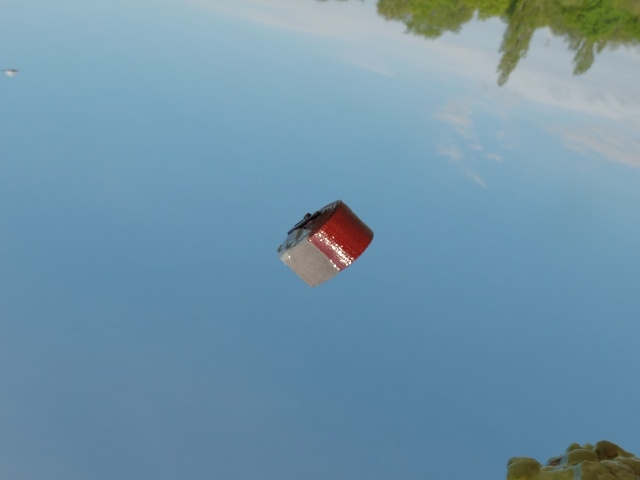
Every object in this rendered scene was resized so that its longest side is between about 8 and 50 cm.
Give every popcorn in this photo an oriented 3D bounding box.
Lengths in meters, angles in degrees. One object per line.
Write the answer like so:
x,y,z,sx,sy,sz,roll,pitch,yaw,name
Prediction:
0.357,0.357,0.782,0.217,0.181,0.235,7,-177,32,popcorn

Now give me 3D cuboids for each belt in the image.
0.000,0.000,1.216,0.124,0.201,0.128,45,-136,-13,belt
